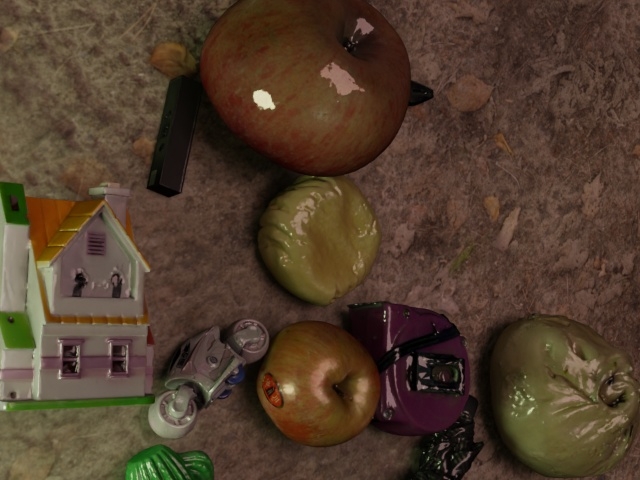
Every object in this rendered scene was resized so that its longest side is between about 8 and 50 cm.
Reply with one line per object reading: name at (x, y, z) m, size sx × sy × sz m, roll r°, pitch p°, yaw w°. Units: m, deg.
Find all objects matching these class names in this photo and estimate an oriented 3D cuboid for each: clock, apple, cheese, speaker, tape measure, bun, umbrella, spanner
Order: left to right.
clock at (-0.347, 0.070, 1.429) m, size 0.235 × 0.166 × 0.309 m, roll 5°, pitch 86°, yaw -42°
speaker at (-0.231, -0.167, 1.662) m, size 0.046 × 0.040 × 0.191 m, roll 23°, pitch 68°, yaw -35°
apple at (-0.011, -0.269, 1.689) m, size 0.345 × 0.269 × 0.344 m, roll 36°, pitch 28°, yaw -22°
apple at (-0.009, 0.233, 1.702) m, size 0.210 × 0.164 × 0.209 m, roll 4°, pitch 85°, yaw -41°
cheese at (0.000, 0.000, 1.792) m, size 0.214 × 0.117 × 0.226 m, roll -44°, pitch 116°, yaw -32°
spanner at (0.100, -0.282, 1.985) m, size 0.325 × 0.040 × 0.095 m, roll -4°, pitch 84°, yaw -41°
tape measure at (0.154, 0.230, 1.858) m, size 0.245 × 0.149 × 0.231 m, roll 8°, pitch 75°, yaw -41°
umbrella at (0.238, 0.433, 1.915) m, size 0.154 × 0.128 × 0.336 m, roll 52°, pitch 49°, yaw -16°
bun at (0.498, 0.314, 2.106) m, size 0.362 × 0.235 × 0.326 m, roll 52°, pitch 57°, yaw -14°

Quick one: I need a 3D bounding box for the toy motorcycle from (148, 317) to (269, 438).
toy motorcycle at (-0.179, 0.200, 1.612) m, size 0.254 × 0.112 × 0.112 m, roll -43°, pitch 110°, yaw -39°

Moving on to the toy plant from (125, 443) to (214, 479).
toy plant at (-0.223, 0.417, 1.528) m, size 0.155 × 0.088 × 0.240 m, roll 1°, pitch 92°, yaw -30°
